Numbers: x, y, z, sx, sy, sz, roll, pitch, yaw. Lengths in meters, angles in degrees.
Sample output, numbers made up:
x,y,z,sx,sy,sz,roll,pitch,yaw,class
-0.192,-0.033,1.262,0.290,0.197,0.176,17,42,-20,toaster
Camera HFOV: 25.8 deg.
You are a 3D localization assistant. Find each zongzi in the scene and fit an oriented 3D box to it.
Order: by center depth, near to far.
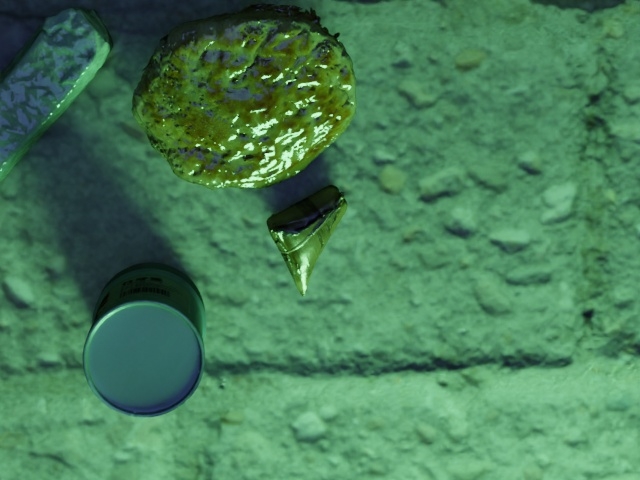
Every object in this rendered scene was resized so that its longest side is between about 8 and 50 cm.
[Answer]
x,y,z,sx,sy,sz,roll,pitch,yaw,class
0.000,0.000,1.253,0.076,0.040,0.083,-29,113,-6,zongzi

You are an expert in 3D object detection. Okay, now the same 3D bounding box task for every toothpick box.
x,y,z,sx,sy,sz,roll,pitch,yaw,class
-0.148,0.081,1.193,0.101,0.153,0.101,-1,100,-4,toothpick box

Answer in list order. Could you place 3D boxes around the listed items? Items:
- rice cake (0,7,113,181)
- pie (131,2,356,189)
x,y,z,sx,sy,sz,roll,pitch,yaw,class
-0.257,-0.115,1.193,0.063,0.069,0.206,41,93,-10,rice cake
-0.066,-0.123,1.204,0.193,0.079,0.163,-2,108,-4,pie
